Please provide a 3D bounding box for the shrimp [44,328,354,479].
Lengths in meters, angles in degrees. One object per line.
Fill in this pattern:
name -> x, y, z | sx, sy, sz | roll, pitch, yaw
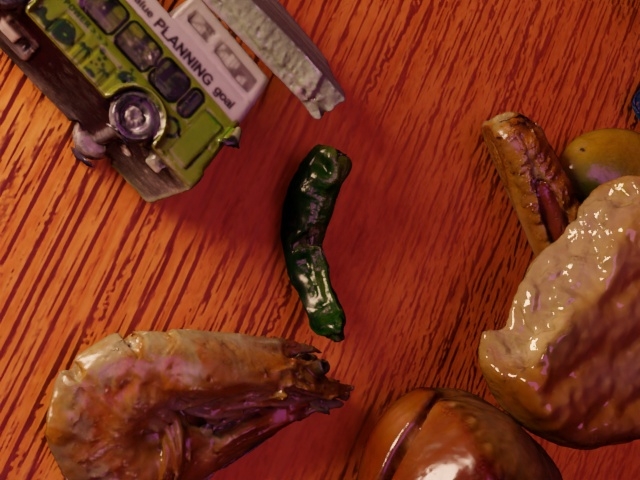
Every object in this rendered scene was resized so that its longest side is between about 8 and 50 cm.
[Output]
shrimp -> -0.094, 0.148, 0.926 | 0.294, 0.062, 0.154 | -2, 101, -28

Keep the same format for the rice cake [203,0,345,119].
rice cake -> -0.061, -0.196, 0.900 | 0.037, 0.189, 0.198 | -42, 109, 11

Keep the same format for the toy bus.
toy bus -> -0.187, -0.178, 0.854 | 0.302, 0.113, 0.139 | 48, 62, -19

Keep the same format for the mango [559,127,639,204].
mango -> 0.344, -0.059, 1.175 | 0.191, 0.085, 0.122 | 38, 73, -25

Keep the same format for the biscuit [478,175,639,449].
biscuit -> 0.279, 0.088, 1.047 | 0.274, 0.091, 0.213 | -46, 114, -23

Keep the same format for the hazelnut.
hazelnut -> 0.116, 0.245, 0.981 | 0.208, 0.208, 0.208 | 1, 87, -31

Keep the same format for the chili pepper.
chili pepper -> -0.005, 0.003, 0.973 | 0.050, 0.073, 0.182 | 7, 78, -53

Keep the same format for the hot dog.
hot dog -> 0.250, -0.006, 1.119 | 0.068, 0.083, 0.289 | -27, 105, 4

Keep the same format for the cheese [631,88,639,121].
cheese -> 0.466, -0.212, 1.264 | 0.270, 0.069, 0.177 | -43, 108, -22
